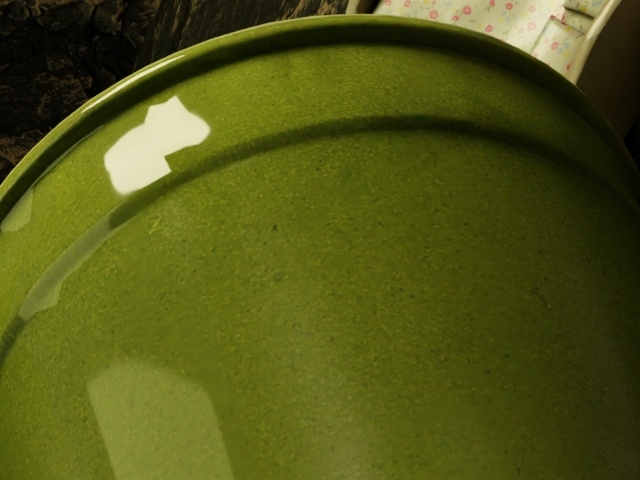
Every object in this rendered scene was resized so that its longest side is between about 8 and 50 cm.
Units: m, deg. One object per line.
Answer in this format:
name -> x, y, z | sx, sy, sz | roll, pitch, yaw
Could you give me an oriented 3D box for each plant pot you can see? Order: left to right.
plant pot -> 0.034, 0.149, 0.733 | 0.366, 0.366, 0.353 | -64, 27, 28

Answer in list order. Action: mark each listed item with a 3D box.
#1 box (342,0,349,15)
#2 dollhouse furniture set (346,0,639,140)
box -> 0.044, -0.152, 1.410 | 0.293, 0.073, 0.295 | -60, 2, 38
dollhouse furniture set -> 0.060, -0.206, 0.994 | 0.303, 0.174, 0.356 | 32, 92, 40
